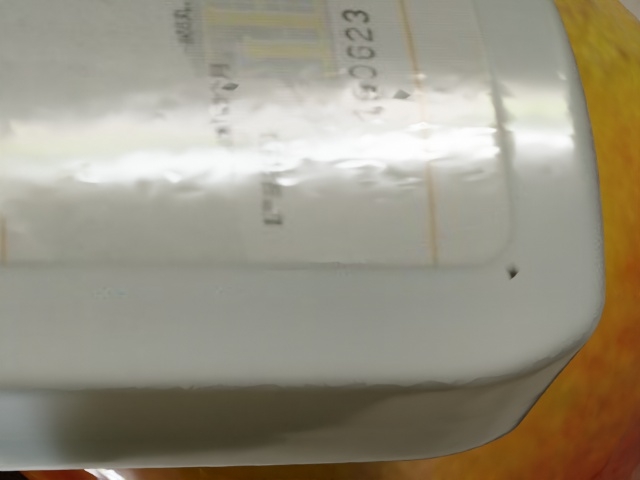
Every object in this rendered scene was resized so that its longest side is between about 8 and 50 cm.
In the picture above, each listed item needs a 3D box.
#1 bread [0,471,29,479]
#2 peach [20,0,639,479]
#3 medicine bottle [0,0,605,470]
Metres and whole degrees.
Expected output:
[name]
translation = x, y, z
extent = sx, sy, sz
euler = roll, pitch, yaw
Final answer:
[bread]
translation = -0.260, 0.208, 0.742
extent = 0.416, 0.165, 0.113
euler = -21, 128, -43
[peach]
translation = -0.001, 0.001, 0.624
extent = 0.372, 0.373, 0.290
euler = -32, 171, -32
[medicine bottle]
translation = -0.081, -0.019, 0.380
extent = 0.296, 0.161, 0.111
euler = 0, 149, -15
